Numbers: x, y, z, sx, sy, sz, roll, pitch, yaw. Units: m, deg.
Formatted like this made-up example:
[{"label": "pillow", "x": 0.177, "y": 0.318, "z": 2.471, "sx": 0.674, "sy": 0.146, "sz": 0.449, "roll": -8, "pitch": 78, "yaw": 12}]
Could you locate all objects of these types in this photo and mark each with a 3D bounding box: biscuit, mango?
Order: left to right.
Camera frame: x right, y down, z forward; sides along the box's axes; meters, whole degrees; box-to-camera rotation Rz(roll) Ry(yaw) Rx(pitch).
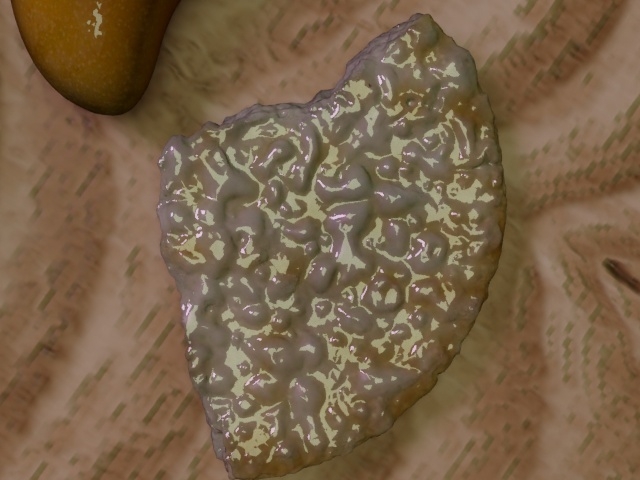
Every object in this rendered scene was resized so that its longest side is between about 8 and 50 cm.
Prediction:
[{"label": "mango", "x": -0.101, "y": -0.157, "z": 0.462, "sx": 0.102, "sy": 0.085, "sz": 0.184, "roll": 16, "pitch": 100, "yaw": -9}, {"label": "biscuit", "x": 0.000, "y": 0.000, "z": 0.493, "sx": 0.188, "sy": 0.040, "sz": 0.266, "roll": 28, "pitch": 88, "yaw": -5}]
